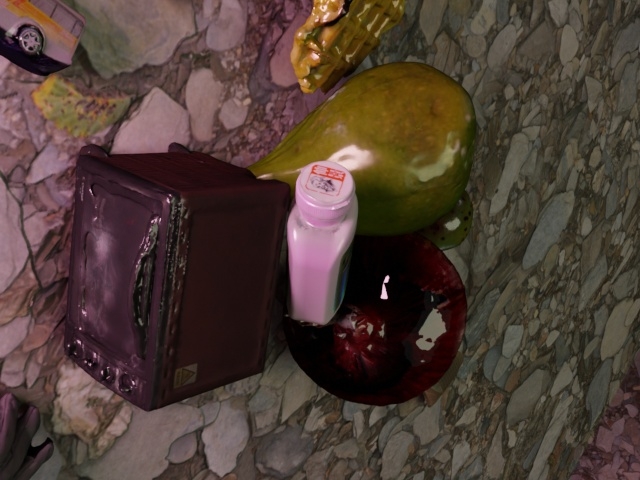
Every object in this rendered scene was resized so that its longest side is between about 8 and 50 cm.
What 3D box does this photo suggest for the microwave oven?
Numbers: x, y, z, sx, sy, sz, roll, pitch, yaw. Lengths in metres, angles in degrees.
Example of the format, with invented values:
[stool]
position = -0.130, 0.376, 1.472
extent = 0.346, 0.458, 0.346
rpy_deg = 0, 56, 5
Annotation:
[microwave oven]
position = -0.168, 0.032, 0.808
extent = 0.188, 0.178, 0.247
rpy_deg = -10, 115, -46

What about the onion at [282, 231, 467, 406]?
[onion]
position = 0.066, 0.107, 1.041
extent = 0.285, 0.273, 0.273
rpy_deg = -5, 113, -71

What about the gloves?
[gloves]
position = -0.392, 0.221, 0.720
extent = 0.285, 0.119, 0.142
rpy_deg = -1, 139, -52

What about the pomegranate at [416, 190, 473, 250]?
[pomegranate]
position = 0.181, -0.037, 1.234
extent = 0.129, 0.159, 0.129
rpy_deg = 6, 71, -19

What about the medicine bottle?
[medicine bottle]
position = 0.000, 0.000, 0.861
extent = 0.219, 0.078, 0.115
rpy_deg = 96, 7, -55

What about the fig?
[fig]
position = 0.041, -0.126, 0.972
extent = 0.233, 0.314, 0.233
rpy_deg = 9, 90, -83

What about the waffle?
[waffle]
position = 0.073, -0.323, 0.902
extent = 0.307, 0.060, 0.312
rpy_deg = -46, 167, -42

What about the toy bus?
[toy bus]
position = -0.291, -0.214, 0.649
extent = 0.172, 0.057, 0.072
rpy_deg = 33, 76, -51

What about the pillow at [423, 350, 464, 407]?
[pillow]
position = 0.224, 0.237, 1.467
extent = 0.135, 0.034, 0.211
rpy_deg = -50, 136, -17
